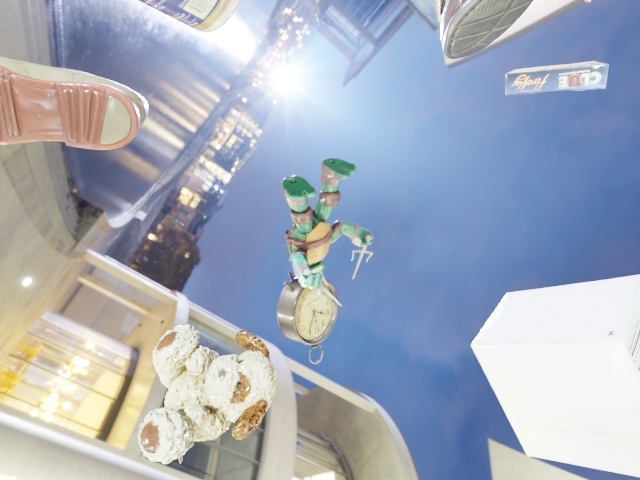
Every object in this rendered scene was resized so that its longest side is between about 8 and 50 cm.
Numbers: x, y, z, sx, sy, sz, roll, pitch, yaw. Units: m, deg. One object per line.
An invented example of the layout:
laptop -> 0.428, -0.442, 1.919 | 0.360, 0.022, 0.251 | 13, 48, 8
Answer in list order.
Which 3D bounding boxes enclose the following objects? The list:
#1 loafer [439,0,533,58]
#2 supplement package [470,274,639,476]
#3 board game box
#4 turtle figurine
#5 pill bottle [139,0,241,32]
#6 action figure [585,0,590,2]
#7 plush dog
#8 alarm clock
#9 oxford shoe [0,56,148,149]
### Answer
loafer -> 0.199, -0.325, 0.470 | 0.108, 0.095, 0.302 | -17, 172, -2
supplement package -> 0.362, 0.182, 0.588 | 0.149, 0.203, 0.194 | -35, -170, -39
board game box -> 0.475, -0.333, 0.866 | 0.164, 0.042, 0.243 | 4, -157, 27
turtle figurine -> 0.000, 0.000, 0.650 | 0.175, 0.118, 0.234 | -49, 148, -41
pill bottle -> -0.228, -0.385, 0.517 | 0.153, 0.264, 0.153 | -8, -102, 43
action figure -> 0.476, -0.468, 0.751 | 0.038, 0.115, 0.030 | 38, -84, 36
plush dog -> -0.192, 0.298, 0.825 | 0.225, 0.211, 0.263 | -17, -136, 8
alarm clock -> -0.023, 0.152, 0.829 | 0.064, 0.192, 0.129 | -1, -165, 42
oxford shoe -> -0.449, -0.217, 0.659 | 0.130, 0.347, 0.123 | -98, -158, -62
